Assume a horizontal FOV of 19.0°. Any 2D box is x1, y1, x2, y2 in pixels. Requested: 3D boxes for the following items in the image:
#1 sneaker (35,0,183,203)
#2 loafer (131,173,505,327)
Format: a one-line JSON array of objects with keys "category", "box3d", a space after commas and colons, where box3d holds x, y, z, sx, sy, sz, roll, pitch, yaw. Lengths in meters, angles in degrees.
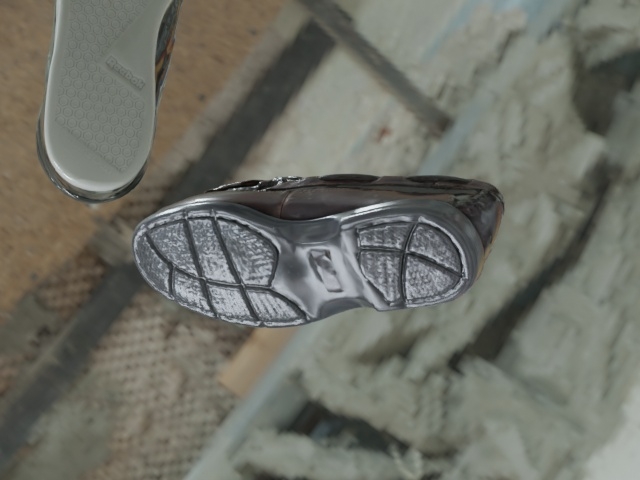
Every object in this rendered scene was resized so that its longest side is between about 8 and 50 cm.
[{"category": "sneaker", "box3d": [-0.154, -0.161, 1.407, 0.104, 0.147, 0.296, 12, -106, -10]}, {"category": "loafer", "box3d": [0.000, 0.000, 1.447, 0.095, 0.302, 0.109, -46, -54, -48]}]
